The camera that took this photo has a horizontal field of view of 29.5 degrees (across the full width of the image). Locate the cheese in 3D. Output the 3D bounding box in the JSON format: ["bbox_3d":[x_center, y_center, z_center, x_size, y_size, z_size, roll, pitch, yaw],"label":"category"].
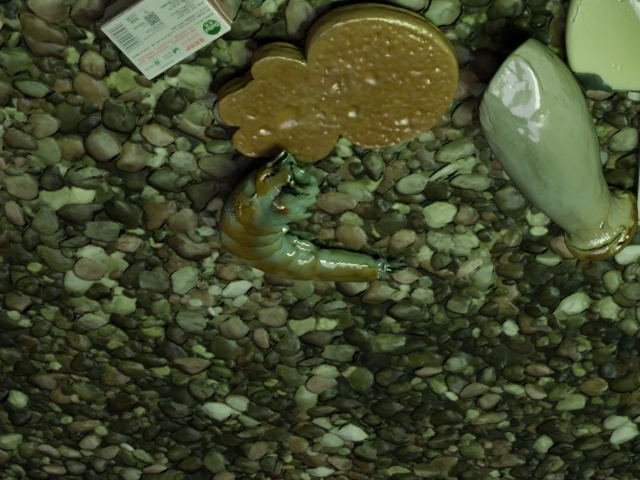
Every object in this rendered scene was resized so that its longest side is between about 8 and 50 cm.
[{"bbox_3d":[0.319,-0.279,1.327,0.127,0.054,0.251,7,129,33],"label":"cheese"}]

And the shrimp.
[{"bbox_3d":[-0.033,-0.001,1.574,0.185,0.068,0.287,-14,140,30],"label":"shrimp"}]

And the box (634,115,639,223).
[{"bbox_3d":[0.451,-0.105,1.516,0.109,0.029,0.198,-5,132,5],"label":"box"}]

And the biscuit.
[{"bbox_3d":[0.021,-0.179,1.439,0.289,0.044,0.202,-18,132,18],"label":"biscuit"}]

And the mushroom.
[{"bbox_3d":[0.283,-0.104,1.457,0.128,0.128,0.350,-24,132,21],"label":"mushroom"}]

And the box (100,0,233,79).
[{"bbox_3d":[-0.173,-0.251,1.373,0.125,0.043,0.089,-26,127,22],"label":"box"}]
